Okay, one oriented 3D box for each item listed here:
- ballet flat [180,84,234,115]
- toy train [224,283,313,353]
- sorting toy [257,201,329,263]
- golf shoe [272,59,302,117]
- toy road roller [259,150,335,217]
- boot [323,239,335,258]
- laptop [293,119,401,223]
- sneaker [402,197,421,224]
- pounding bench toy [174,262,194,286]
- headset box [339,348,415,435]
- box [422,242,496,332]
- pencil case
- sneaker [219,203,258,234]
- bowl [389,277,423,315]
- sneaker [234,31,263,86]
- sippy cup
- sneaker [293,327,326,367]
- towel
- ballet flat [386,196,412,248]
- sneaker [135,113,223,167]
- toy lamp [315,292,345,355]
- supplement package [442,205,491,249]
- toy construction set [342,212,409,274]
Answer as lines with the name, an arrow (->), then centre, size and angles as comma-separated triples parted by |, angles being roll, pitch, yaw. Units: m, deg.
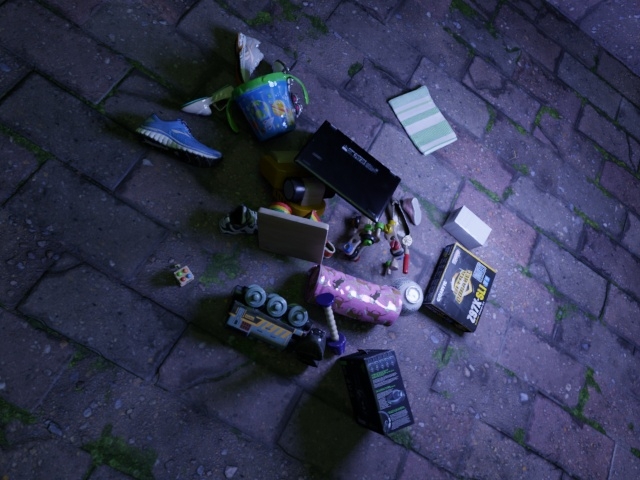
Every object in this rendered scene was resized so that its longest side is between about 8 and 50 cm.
ballet flat -> -0.452, -0.564, 1.695 | 0.249, 0.086, 0.086 | -36, 89, -24
toy train -> -0.197, 0.293, 1.536 | 0.334, 0.142, 0.190 | 27, 83, -13
sorting toy -> -0.100, -0.038, 1.556 | 0.258, 0.255, 0.089 | 14, 58, 3
golf shoe -> -0.174, -0.662, 1.797 | 0.120, 0.105, 0.272 | -18, 83, -12
toy road roller -> -0.108, -0.198, 1.666 | 0.203, 0.240, 0.329 | -9, 43, -33
boot -> 0.000, 0.000, 1.696 | 0.059, 0.084, 0.158 | -42, 90, -21
laptop -> 0.101, -0.273, 1.673 | 0.382, 0.236, 0.407 | 36, 56, -6
sneaker -> 0.419, -0.137, 1.894 | 0.051, 0.070, 0.134 | -32, 118, -31
pounding bench toy -> -0.510, 0.118, 1.505 | 0.052, 0.065, 0.083 | -34, 88, -23
headset box -> 0.200, 0.542, 1.536 | 0.132, 0.246, 0.282 | -11, 81, -21
box -> 0.629, 0.213, 1.846 | 0.257, 0.079, 0.321 | 35, 68, -13
pencil case -> 0.128, 0.219, 1.644 | 0.387, 0.167, 0.159 | 18, 106, -14
sneaker -> -0.269, -0.085, 1.590 | 0.235, 0.153, 0.093 | -5, 79, -20
bowl -> 0.381, 0.237, 1.764 | 0.170, 0.080, 0.169 | 5, 75, -18
sneaker -> -0.305, -0.783, 1.788 | 0.121, 0.099, 0.262 | 1, 77, -23
sippy cup -> -0.212, -0.532, 1.675 | 0.240, 0.306, 0.223 | -32, 106, -40
sneaker -> -0.028, 0.372, 1.493 | 0.109, 0.286, 0.130 | 23, 65, 4
towel -> 0.515, -0.597, 2.044 | 0.248, 0.038, 0.324 | -29, 87, -22
ballet flat -> 0.358, -0.083, 1.849 | 0.084, 0.058, 0.249 | -12, 81, -20
sneaker -> -0.531, -0.398, 1.596 | 0.330, 0.130, 0.147 | 24, 73, -11
toy lamp -> 0.046, 0.326, 1.566 | 0.080, 0.080, 0.274 | -27, 124, -22
supplement package -> 0.687, -0.058, 1.926 | 0.179, 0.105, 0.105 | 40, 67, -5
toy construction set -> 0.262, -0.018, 1.735 | 0.309, 0.258, 0.237 | 31, 55, -30
